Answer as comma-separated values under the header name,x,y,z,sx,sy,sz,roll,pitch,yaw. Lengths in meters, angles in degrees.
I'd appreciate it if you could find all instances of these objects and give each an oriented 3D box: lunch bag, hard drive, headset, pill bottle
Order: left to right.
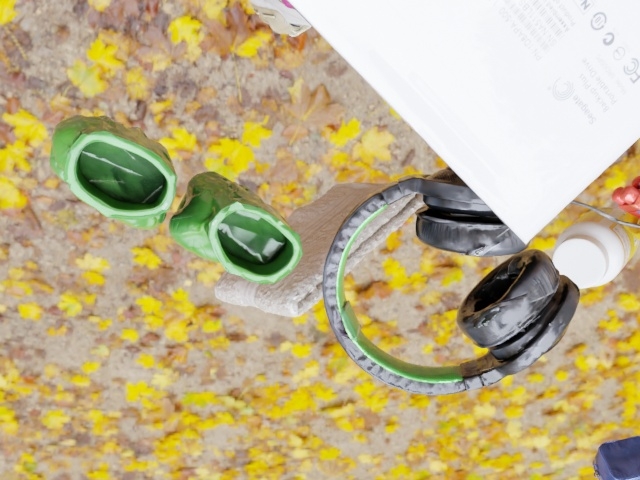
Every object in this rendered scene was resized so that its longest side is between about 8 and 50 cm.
name,x,y,z,sx,sy,sz,roll,pitch,yaw
headset,0.191,0.024,0.728,0.393,0.185,0.244,-24,97,8
pill bottle,0.487,0.015,1.236,0.117,0.118,0.208,-47,166,34
lunch bag,0.477,0.356,1.089,0.098,0.067,0.065,-10,136,0
hard drive,0.150,-0.173,0.320,0.319,0.040,0.210,-45,119,10

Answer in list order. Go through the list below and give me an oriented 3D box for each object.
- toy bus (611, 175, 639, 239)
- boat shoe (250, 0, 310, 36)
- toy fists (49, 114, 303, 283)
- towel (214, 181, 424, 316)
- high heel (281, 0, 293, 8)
name,x,y,z,sx,sy,sz,roll,pitch,yaw
toy bus,0.551,-0.034,1.079,0.211,0.220,0.150,27,91,4
boat shoe,-0.041,-0.416,1.204,0.113,0.302,0.103,-28,131,-14
toy fists,-0.151,-0.042,0.733,0.279,0.142,0.096,27,100,-25
towel,0.000,0.000,0.964,0.187,0.282,0.049,4,128,52
high heel,0.048,-0.392,0.914,0.244,0.117,0.082,-35,114,5
